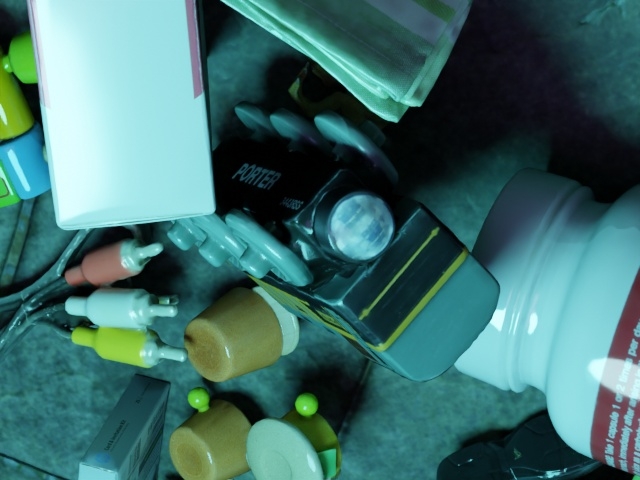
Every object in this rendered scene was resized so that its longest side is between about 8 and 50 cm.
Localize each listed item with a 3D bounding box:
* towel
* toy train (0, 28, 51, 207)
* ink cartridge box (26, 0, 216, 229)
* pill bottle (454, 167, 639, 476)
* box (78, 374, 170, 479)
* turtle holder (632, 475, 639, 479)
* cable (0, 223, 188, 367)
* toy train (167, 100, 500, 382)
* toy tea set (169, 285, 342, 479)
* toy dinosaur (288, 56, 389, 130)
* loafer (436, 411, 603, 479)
[{"bbox_3d":[0.027,-0.263,1.326,0.248,0.325,0.038,34,149,-6],"label":"towel"},{"bbox_3d":[-0.281,-0.144,1.584,0.143,0.105,0.248,-14,114,17],"label":"toy train"},{"bbox_3d":[-0.145,-0.165,1.425,0.117,0.283,0.207,-6,118,-2],"label":"ink cartridge box"},{"bbox_3d":[0.318,0.087,1.467,0.407,0.229,0.229,20,122,19],"label":"pill bottle"},{"bbox_3d":[-0.183,0.236,1.746,0.038,0.145,0.186,14,122,9],"label":"box"},{"bbox_3d":[0.245,0.331,1.564,0.320,0.243,0.227,8,130,48],"label":"turtle holder"},{"bbox_3d":[-0.242,0.053,1.694,0.287,0.072,0.140,-9,93,24],"label":"cable"},{"bbox_3d":[0.000,0.000,1.471,0.190,0.334,0.142,45,80,-20],"label":"toy train"},{"bbox_3d":[-0.038,0.193,1.727,0.200,0.124,0.336,32,130,30],"label":"toy tea set"},{"bbox_3d":[0.027,-0.102,1.551,0.112,0.064,0.211,34,121,-7],"label":"toy dinosaur"},{"bbox_3d":[0.188,0.193,1.688,0.170,0.062,0.061,-17,148,17],"label":"loafer"}]
